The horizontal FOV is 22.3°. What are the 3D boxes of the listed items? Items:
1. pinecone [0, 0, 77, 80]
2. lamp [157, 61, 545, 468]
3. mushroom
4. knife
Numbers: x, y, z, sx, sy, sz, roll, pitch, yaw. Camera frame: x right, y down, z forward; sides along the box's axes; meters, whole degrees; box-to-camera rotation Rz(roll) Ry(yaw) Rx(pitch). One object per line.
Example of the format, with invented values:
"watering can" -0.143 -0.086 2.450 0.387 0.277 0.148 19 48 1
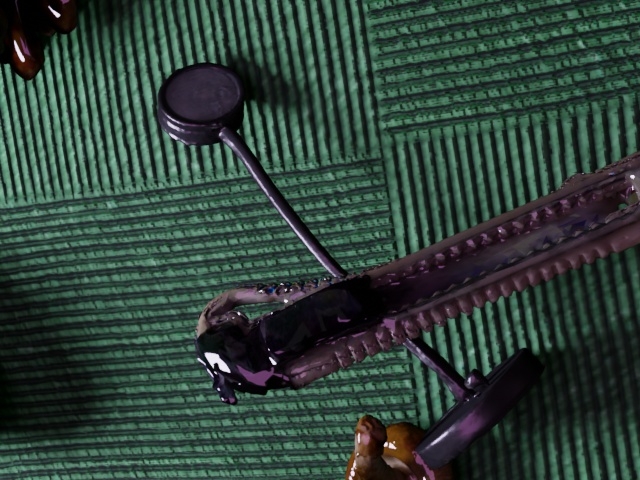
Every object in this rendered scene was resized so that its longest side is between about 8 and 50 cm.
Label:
"pinecone" -0.289 -0.210 1.246 0.202 0.201 0.228 26 131 34
"lamp" 0.001 0.023 1.190 0.371 0.130 0.108 37 152 22
"mushroom" 0.057 0.165 1.183 0.088 0.073 0.129 35 151 35
"knife" 0.082 0.017 1.090 0.365 0.043 0.089 -21 67 5
